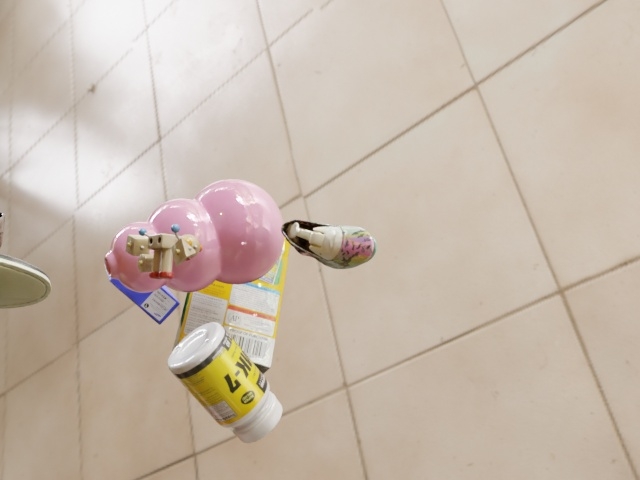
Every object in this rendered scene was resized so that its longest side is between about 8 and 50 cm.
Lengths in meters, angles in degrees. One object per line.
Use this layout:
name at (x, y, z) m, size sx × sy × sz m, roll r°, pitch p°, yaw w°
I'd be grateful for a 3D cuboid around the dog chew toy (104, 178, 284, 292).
dog chew toy at (-0.237, 0.005, 1.269) m, size 0.206 × 0.332 × 0.206 m, roll 39°, pitch 138°, yaw 47°

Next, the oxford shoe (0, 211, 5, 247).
oxford shoe at (-0.442, -0.033, 0.748) m, size 0.097 × 0.271 × 0.098 m, roll 20°, pitch 77°, yaw 4°

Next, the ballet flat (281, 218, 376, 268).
ballet flat at (0.000, 0.000, 1.134) m, size 0.221 × 0.079 × 0.077 m, roll 13°, pitch 82°, yaw 56°

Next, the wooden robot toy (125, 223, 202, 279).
wooden robot toy at (-0.214, 0.019, 0.985) m, size 0.173 × 0.079 × 0.076 m, roll -3°, pitch 86°, yaw 47°

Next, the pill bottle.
pill bottle at (-0.167, 0.259, 1.213) m, size 0.119 × 0.208 × 0.119 m, roll -31°, pitch 21°, yaw 13°

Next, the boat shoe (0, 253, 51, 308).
boat shoe at (-0.681, 0.044, 1.256) m, size 0.113 × 0.340 × 0.127 m, roll -109°, pitch 29°, yaw -50°

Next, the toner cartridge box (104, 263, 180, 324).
toner cartridge box at (-0.471, 0.110, 1.749) m, size 0.075 × 0.165 × 0.348 m, roll -46°, pitch 17°, yaw -11°

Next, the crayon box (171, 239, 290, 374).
crayon box at (-0.191, 0.121, 1.497) m, size 0.083 × 0.203 × 0.323 m, roll 130°, pitch 153°, yaw -55°
